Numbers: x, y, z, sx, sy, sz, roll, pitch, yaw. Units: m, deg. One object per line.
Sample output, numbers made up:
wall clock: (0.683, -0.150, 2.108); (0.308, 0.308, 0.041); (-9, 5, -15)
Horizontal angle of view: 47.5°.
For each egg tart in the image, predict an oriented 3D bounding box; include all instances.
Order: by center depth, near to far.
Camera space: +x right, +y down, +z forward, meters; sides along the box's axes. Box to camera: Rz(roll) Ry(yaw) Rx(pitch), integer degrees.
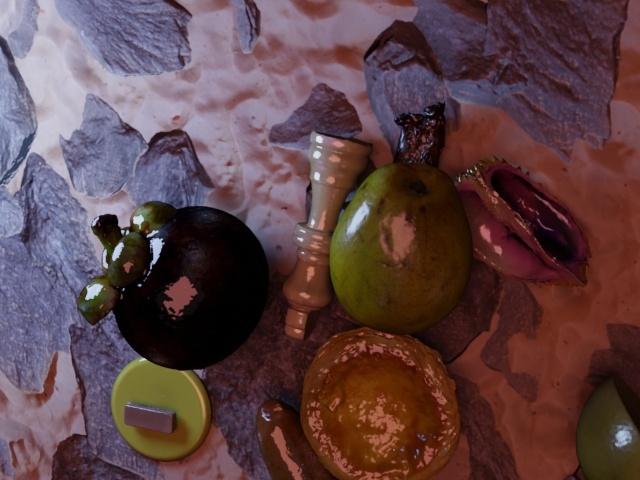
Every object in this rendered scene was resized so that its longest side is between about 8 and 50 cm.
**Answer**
egg tart: (0.112, 0.304, 1.354); (0.318, 0.128, 0.319); (2, 100, 13)

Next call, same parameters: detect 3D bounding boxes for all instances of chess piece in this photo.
chess piece: (0.000, 0.000, 1.368); (0.117, 0.117, 0.398); (15, 101, 13)

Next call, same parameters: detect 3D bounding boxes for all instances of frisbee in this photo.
frisbee: (-0.341, 0.357, 1.542); (0.235, 0.017, 0.236); (1, 96, 15)

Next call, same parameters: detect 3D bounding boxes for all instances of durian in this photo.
durian: (0.331, -0.023, 1.266); (0.186, 0.153, 0.261); (-33, 89, 37)

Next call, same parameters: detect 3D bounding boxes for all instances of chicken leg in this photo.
chicken leg: (0.165, -0.149, 1.327); (0.105, 0.063, 0.234); (22, 102, 17)

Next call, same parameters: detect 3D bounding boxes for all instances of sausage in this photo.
sausage: (0.019, 0.529, 1.403); (0.501, 0.123, 0.136); (55, 136, 5)

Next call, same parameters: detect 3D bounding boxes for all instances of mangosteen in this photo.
mangosteen: (-0.254, 0.085, 1.338); (0.329, 0.330, 0.331); (2, 96, 15)

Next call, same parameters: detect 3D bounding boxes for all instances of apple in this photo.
apple: (0.564, 0.345, 1.173); (0.291, 0.254, 0.292); (3, 101, 15)

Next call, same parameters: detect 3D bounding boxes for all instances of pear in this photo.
pear: (0.140, 0.019, 1.236); (0.252, 0.253, 0.307); (23, 132, 12)

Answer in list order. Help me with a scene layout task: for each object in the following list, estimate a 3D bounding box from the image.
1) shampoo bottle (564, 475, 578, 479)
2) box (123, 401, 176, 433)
shampoo bottle: (0.473, 0.486, 1.320); (0.099, 0.043, 0.072); (41, 105, 7)
box: (-0.358, 0.372, 1.526); (0.115, 0.025, 0.048); (7, 102, 14)
